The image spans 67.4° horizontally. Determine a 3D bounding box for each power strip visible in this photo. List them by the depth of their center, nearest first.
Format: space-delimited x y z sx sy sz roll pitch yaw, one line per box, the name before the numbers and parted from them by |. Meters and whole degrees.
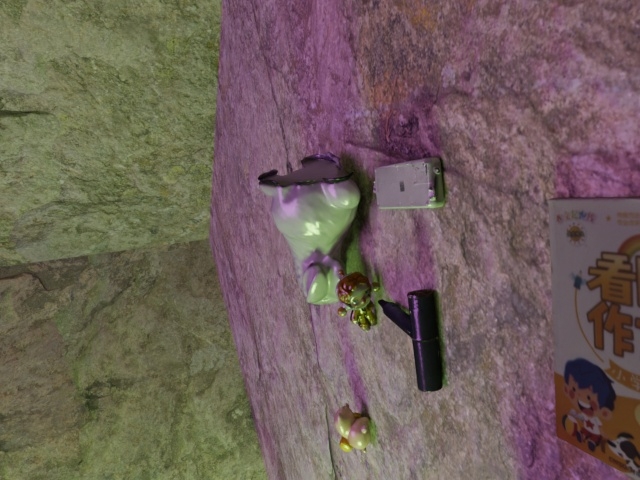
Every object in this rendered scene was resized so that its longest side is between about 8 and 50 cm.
power strip | 0.148 -0.096 0.831 0.192 0.035 0.082 -172 76 -68

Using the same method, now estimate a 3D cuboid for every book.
book | 0.321 0.104 0.482 0.208 0.020 0.296 -170 73 -69

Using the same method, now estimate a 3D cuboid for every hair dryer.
hair dryer | 0.159 0.170 0.899 0.194 0.050 0.174 -173 77 -73

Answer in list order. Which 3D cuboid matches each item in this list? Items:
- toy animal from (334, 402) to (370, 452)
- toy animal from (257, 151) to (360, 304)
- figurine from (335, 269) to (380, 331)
toy animal | 0.088 0.446 1.150 0.081 0.091 0.115 -6 106 41
toy animal | 0.000 0.000 1.070 0.258 0.193 0.358 38 144 58
figurine | 0.083 0.125 1.010 0.101 0.143 0.068 -55 34 -3
